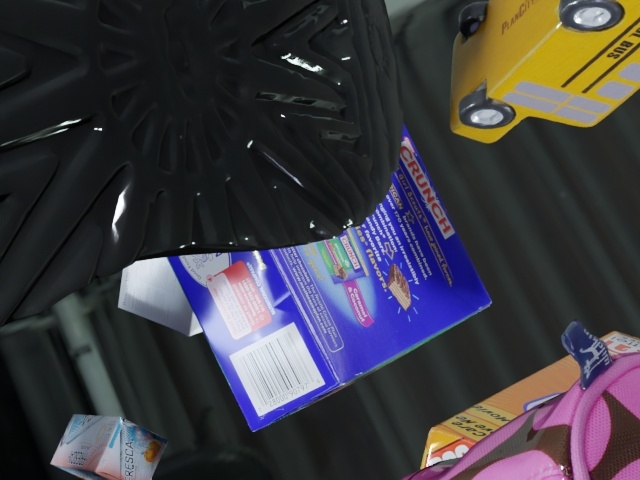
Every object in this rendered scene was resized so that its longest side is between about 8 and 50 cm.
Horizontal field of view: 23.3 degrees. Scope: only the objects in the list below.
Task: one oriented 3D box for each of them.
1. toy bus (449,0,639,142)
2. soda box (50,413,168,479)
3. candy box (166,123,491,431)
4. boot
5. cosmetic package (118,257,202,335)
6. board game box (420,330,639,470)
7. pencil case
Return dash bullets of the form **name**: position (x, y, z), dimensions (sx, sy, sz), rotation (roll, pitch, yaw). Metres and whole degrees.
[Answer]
- **toy bus**: position (0.226, -0.190, 1.291), dimensions (0.130, 0.108, 0.332), rotation (11, 154, -18)
- **soda box**: position (-0.220, 0.219, 1.602), dimensions (0.058, 0.063, 0.183), rotation (29, 164, -19)
- **candy box**: position (0.000, 0.000, 1.471), dimensions (0.122, 0.268, 0.317), rotation (-29, 175, 34)
- **boot**: position (-0.151, -0.042, 0.496), dimensions (0.260, 0.131, 0.348), rotation (-5, -173, 32)
- **cosmetic package**: position (-0.139, -0.033, 1.588), dimensions (0.060, 0.099, 0.239), rotation (-19, 123, -57)
- **board game box**: position (0.278, 0.315, 1.142), dimensions (0.356, 0.356, 0.356), rotation (-14, 119, -59)
- **pencil case**: position (0.039, 0.107, 0.484), dimensions (0.098, 0.095, 0.209), rotation (-21, 166, -45)
